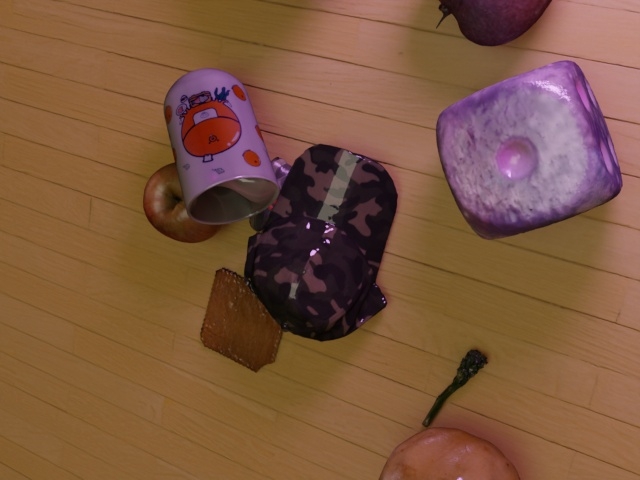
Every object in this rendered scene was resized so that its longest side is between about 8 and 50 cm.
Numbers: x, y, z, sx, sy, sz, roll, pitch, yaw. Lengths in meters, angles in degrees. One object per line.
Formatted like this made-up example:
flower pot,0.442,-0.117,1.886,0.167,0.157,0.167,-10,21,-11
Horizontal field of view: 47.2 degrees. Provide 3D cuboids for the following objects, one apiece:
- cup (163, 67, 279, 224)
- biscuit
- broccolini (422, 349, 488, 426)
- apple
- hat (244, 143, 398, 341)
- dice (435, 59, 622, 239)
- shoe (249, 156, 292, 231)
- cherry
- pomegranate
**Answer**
cup,-0.238,-0.223,1.683,0.212,0.212,0.318,-31,65,28
biscuit,-0.200,0.212,1.902,0.232,0.013,0.237,23,111,20
broccolini,0.296,0.339,1.667,0.051,0.054,0.239,33,117,1
apple,-0.329,-0.094,1.818,0.209,0.164,0.210,1,93,18
hat,0.000,0.000,1.632,0.366,0.257,0.382,19,126,8
dice,0.393,-0.169,1.384,0.270,0.271,0.270,-20,92,29
shoe,-0.110,-0.100,1.761,0.077,0.074,0.195,27,109,13
cherry,0.326,-0.511,1.369,0.261,0.221,0.307,48,125,-6
pomegranate,0.273,0.576,1.581,0.332,0.332,0.333,6,103,25
